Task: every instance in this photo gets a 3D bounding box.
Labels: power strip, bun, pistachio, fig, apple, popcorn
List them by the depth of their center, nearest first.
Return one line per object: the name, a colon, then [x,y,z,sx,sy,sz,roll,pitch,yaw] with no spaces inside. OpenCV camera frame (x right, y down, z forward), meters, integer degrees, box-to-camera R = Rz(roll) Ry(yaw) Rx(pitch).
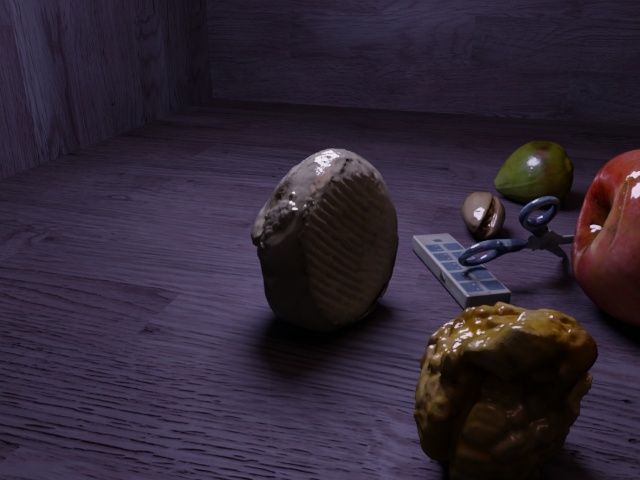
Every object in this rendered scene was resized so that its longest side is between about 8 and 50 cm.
popcorn: [0.240,0.199,0.790,0.225,0.332,0.265,39,67,16]
apple: [0.694,0.003,1.153,0.364,0.364,0.364,0,24,0]
bun: [0.000,0.000,1.183,0.211,0.360,0.360,11,25,41]
power strip: [0.321,0.063,1.390,0.106,0.043,0.367,-4,24,-12]
pistachio: [0.448,-0.069,1.616,0.124,0.124,0.185,7,31,13]
fig: [0.676,-0.216,1.842,0.230,0.207,0.207,17,29,32]

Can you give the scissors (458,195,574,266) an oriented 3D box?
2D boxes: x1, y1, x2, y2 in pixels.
scissors: [0.507,0.002,1.345,0.383,0.256,0.029,8,51,-42]
